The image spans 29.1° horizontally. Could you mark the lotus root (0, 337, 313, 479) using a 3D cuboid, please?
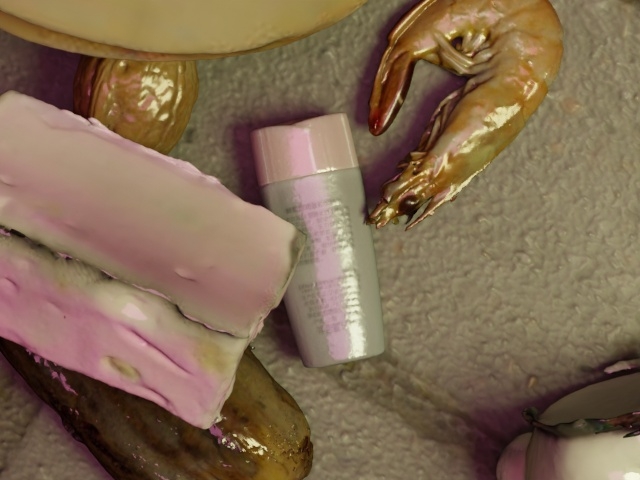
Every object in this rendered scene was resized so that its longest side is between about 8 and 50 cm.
[{"bbox_3d":[-0.151,0.103,0.987,0.329,0.078,0.167,42,90,0],"label":"lotus root"}]

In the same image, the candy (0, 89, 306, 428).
[{"bbox_3d":[-0.157,0.008,0.904,0.265,0.155,0.115,24,129,-1],"label":"candy"}]

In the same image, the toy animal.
[{"bbox_3d":[0.257,0.255,0.933,0.247,0.183,0.310,-14,96,7],"label":"toy animal"}]

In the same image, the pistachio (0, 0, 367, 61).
[{"bbox_3d":[-0.133,-0.309,0.877,0.446,0.281,0.365,17,80,-2],"label":"pistachio"}]

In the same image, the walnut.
[{"bbox_3d":[-0.146,-0.114,0.974,0.105,0.105,0.124,23,107,1],"label":"walnut"}]

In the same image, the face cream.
[{"bbox_3d":[0.000,0.000,0.991,0.084,0.057,0.198,-10,89,0],"label":"face cream"}]

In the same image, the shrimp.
[{"bbox_3d":[0.097,-0.113,0.988,0.133,0.053,0.236,37,88,-1],"label":"shrimp"}]
